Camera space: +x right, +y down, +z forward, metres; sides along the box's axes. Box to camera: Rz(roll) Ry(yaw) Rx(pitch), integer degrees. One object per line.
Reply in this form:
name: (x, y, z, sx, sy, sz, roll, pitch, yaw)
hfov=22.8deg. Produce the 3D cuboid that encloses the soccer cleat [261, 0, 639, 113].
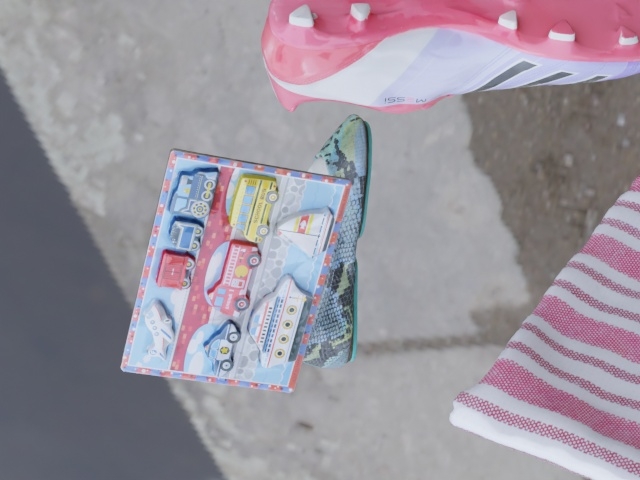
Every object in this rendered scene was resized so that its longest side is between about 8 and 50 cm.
soccer cleat: (0.087, -0.119, 0.979, 0.248, 0.083, 0.095, 0, 143, -2)

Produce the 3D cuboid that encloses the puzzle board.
puzzle board: (-0.044, 0.019, 0.828, 0.096, 0.011, 0.128, 9, 114, -15)

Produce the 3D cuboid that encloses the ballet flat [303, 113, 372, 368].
ballet flat: (0.000, 0.000, 1.164, 0.070, 0.070, 0.188, 3, 90, 16)

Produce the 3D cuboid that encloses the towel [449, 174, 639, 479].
towel: (0.161, 0.038, 0.684, 0.144, 0.197, 0.029, 16, 131, 30)
